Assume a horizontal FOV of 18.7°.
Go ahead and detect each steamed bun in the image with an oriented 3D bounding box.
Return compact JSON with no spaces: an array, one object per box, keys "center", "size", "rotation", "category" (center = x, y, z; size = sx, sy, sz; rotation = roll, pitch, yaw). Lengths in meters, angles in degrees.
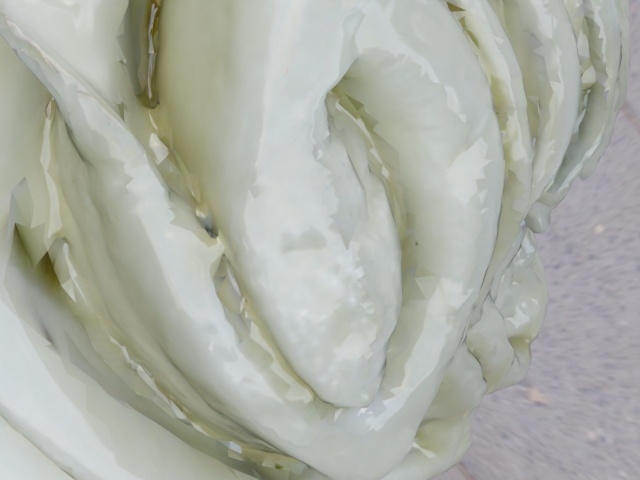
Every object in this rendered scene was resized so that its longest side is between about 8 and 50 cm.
[{"center":[-0.051,-0.033,0.568],"size":[0.289,0.203,0.276],"rotation":[-36,88,10],"category":"steamed bun"}]
